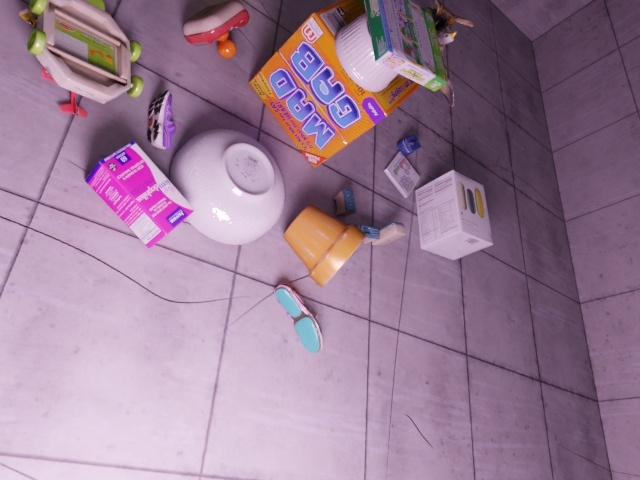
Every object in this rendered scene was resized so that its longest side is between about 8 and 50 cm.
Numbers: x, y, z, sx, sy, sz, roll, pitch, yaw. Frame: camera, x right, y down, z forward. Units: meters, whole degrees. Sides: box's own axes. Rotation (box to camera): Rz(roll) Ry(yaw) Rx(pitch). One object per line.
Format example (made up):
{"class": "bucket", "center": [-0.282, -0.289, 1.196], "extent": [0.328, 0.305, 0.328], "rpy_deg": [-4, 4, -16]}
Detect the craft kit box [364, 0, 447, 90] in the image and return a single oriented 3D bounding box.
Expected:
{"class": "craft kit box", "center": [0.234, -0.563, 1.357], "extent": [0.246, 0.061, 0.250], "rpy_deg": [9, 66, -36]}

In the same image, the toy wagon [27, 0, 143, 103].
{"class": "toy wagon", "center": [-0.584, -0.514, 1.240], "extent": [0.267, 0.068, 0.345], "rpy_deg": [16, 57, -50]}

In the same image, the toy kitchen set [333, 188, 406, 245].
{"class": "toy kitchen set", "center": [0.166, -0.085, 1.676], "extent": [0.207, 0.122, 0.166], "rpy_deg": [7, 66, -39]}

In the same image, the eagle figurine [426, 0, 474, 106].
{"class": "eagle figurine", "center": [0.357, -0.603, 1.575], "extent": [0.226, 0.225, 0.299], "rpy_deg": [15, 90, 9]}

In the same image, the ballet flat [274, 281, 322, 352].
{"class": "ballet flat", "center": [-0.051, 0.210, 1.397], "extent": [0.222, 0.076, 0.079], "rpy_deg": [58, 26, -4]}

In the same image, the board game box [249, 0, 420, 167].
{"class": "board game box", "center": [0.066, -0.531, 1.632], "extent": [0.356, 0.356, 0.356], "rpy_deg": [52, 46, -10]}

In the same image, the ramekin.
{"class": "ramekin", "center": [0.151, -0.537, 1.386], "extent": [0.207, 0.109, 0.207], "rpy_deg": [19, 59, -35]}

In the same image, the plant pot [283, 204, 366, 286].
{"class": "plant pot", "center": [0.000, 0.000, 1.459], "extent": [0.188, 0.205, 0.205], "rpy_deg": [41, 47, 1]}

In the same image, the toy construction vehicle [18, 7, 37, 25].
{"class": "toy construction vehicle", "center": [-0.683, -0.528, 1.214], "extent": [0.098, 0.035, 0.086], "rpy_deg": [46, 48, -26]}

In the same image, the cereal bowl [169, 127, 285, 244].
{"class": "cereal bowl", "center": [-0.231, -0.166, 1.361], "extent": [0.338, 0.141, 0.340], "rpy_deg": [17, 61, -33]}

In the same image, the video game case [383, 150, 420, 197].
{"class": "video game case", "center": [0.329, -0.265, 1.972], "extent": [0.143, 0.019, 0.157], "rpy_deg": [50, 47, -12]}

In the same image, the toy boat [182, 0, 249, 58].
{"class": "toy boat", "center": [-0.309, -0.645, 1.538], "extent": [0.231, 0.150, 0.151], "rpy_deg": [-58, 141, -40]}

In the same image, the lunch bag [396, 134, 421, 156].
{"class": "lunch bag", "center": [0.364, -0.393, 2.029], "extent": [0.098, 0.065, 0.067], "rpy_deg": [-32, 92, -45]}

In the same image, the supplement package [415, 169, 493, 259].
{"class": "supplement package", "center": [0.519, -0.094, 1.932], "extent": [0.199, 0.198, 0.263], "rpy_deg": [17, 60, -34]}

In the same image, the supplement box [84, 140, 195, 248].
{"class": "supplement box", "center": [-0.430, -0.107, 1.182], "extent": [0.220, 0.113, 0.111], "rpy_deg": [50, 46, -13]}

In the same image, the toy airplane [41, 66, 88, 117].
{"class": "toy airplane", "center": [-0.603, -0.363, 1.206], "extent": [0.151, 0.028, 0.151], "rpy_deg": [30, 48, -40]}

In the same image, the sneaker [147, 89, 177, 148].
{"class": "sneaker", "center": [-0.423, -0.323, 1.335], "extent": [0.071, 0.068, 0.170], "rpy_deg": [21, 66, -51]}
